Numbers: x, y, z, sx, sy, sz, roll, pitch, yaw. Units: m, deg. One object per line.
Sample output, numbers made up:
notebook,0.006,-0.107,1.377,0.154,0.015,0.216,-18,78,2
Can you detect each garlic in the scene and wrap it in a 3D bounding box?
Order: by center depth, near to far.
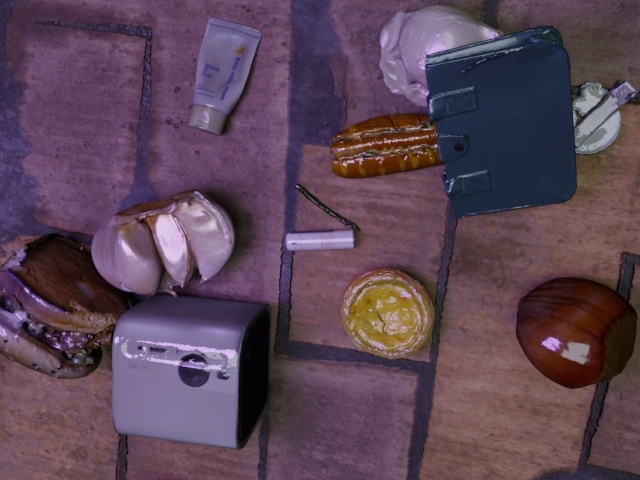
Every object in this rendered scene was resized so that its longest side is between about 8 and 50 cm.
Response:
garlic,-0.312,0.014,1.240,0.281,0.185,0.203,-20,105,-10

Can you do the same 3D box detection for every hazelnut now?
hazelnut,0.473,0.175,1.148,0.210,0.210,0.186,-33,116,12

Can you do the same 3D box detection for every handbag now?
handbag,0.318,-0.192,1.075,0.238,0.089,0.326,-11,129,13

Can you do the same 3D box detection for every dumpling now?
dumpling,0.217,-0.324,1.115,0.258,0.147,0.193,16,112,30

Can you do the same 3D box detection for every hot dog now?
hot dog,0.146,-0.187,1.188,0.268,0.072,0.115,-11,89,10

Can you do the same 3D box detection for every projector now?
projector,-0.245,0.252,1.223,0.249,0.248,0.249,5,100,8

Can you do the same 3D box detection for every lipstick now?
lipstick,0.000,0.000,1.253,0.141,0.040,0.040,-3,98,10

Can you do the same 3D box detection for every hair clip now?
hair clip,0.503,-0.224,1.138,0.116,0.049,0.172,45,105,4

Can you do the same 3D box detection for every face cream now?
face cream,-0.202,-0.327,1.227,0.114,0.070,0.224,17,92,6

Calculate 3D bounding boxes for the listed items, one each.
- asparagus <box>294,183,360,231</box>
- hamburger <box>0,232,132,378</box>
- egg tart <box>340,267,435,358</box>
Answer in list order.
asparagus,0.014,-0.064,1.253,0.163,0.016,0.016,36,83,3
hamburger,-0.521,0.131,1.218,0.277,0.318,0.195,42,94,-6
egg tart,0.135,0.142,1.237,0.191,0.074,0.191,1,98,9
